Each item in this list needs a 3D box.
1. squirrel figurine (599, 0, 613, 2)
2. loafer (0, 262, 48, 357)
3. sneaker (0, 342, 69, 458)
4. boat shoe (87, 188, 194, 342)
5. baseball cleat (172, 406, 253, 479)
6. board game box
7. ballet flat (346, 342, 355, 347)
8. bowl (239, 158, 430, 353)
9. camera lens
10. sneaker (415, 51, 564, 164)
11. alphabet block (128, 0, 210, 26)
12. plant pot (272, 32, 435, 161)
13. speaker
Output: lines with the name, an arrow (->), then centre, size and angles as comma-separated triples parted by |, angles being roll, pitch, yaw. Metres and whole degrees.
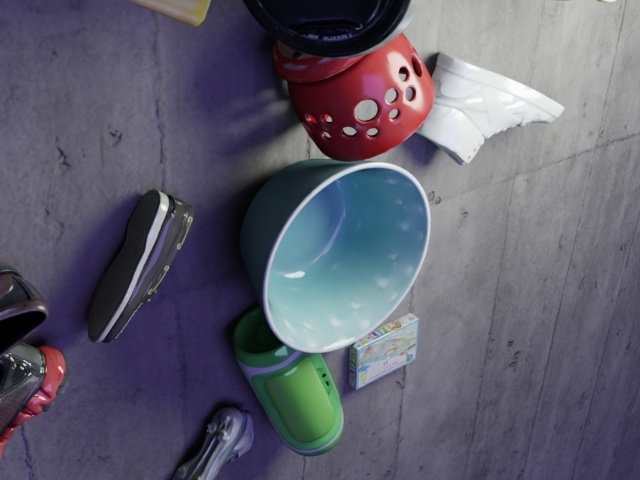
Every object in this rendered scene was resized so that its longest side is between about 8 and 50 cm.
squirrel figurine -> 0.430, -0.552, 1.210 | 0.397, 0.281, 0.370 | -27, 136, -23
loafer -> -0.456, 0.148, 0.951 | 0.302, 0.095, 0.109 | -45, 150, -26
sneaker -> -0.455, 0.237, 1.046 | 0.276, 0.098, 0.135 | -53, 137, -5
boat shoe -> -0.246, 0.044, 1.119 | 0.069, 0.081, 0.227 | 22, 97, -42
baseball cleat -> -0.178, 0.380, 1.394 | 0.205, 0.072, 0.109 | -56, 143, 7
board game box -> 0.123, 0.215, 1.583 | 0.154, 0.026, 0.103 | -21, 127, -30
ballet flat -> 0.057, 0.091, 1.435 | 0.067, 0.073, 0.206 | 14, 104, -16
bowl -> 0.000, 0.000, 1.245 | 0.312, 0.163, 0.311 | -21, 127, -31
camera lens -> 0.033, -0.357, 0.939 | 0.274, 0.220, 0.219 | -67, 153, -46
sneaker -> 0.285, -0.208, 1.415 | 0.293, 0.108, 0.169 | 10, 110, -34
alphabet block -> -0.211, -0.355, 0.826 | 0.197, 0.192, 0.193 | 10, 110, -45
plant pot -> 0.041, -0.231, 1.120 | 0.191, 0.191, 0.174 | -45, 133, -10
speaker -> -0.049, 0.242, 1.380 | 0.131, 0.131, 0.296 | -37, 134, -18
